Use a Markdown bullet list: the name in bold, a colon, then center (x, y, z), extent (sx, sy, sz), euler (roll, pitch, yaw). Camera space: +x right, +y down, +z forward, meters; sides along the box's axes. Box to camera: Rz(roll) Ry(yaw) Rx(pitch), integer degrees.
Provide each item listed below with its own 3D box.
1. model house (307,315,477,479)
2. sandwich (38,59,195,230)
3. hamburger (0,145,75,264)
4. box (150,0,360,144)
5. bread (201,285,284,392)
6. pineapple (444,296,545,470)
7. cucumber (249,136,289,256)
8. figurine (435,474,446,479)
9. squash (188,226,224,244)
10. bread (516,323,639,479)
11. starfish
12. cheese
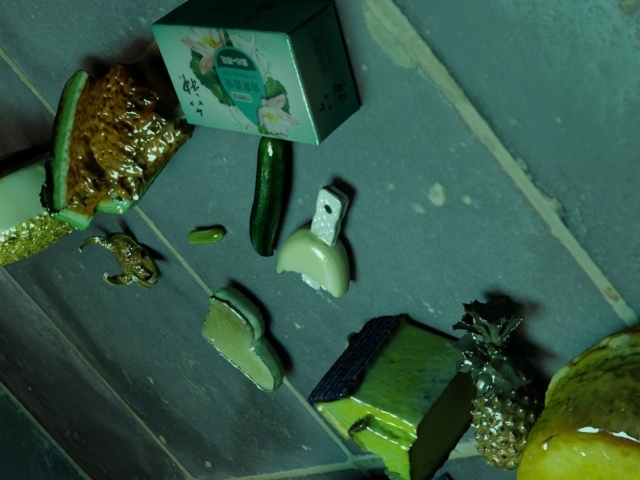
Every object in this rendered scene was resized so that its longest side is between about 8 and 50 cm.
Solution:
- **model house**: center (0.098, 0.232, 1.347), extent (0.211, 0.194, 0.170), euler (23, 143, 28)
- **sandwich**: center (-0.286, -0.159, 1.390), extent (0.162, 0.251, 0.301), euler (15, 158, -42)
- **hamburger**: center (-0.553, -0.058, 1.668), extent (0.294, 0.276, 0.179), euler (9, 127, 56)
- **box**: center (-0.084, -0.220, 1.152), extent (0.244, 0.092, 0.153), euler (13, 135, 38)
- **bread**: center (-0.147, 0.176, 1.665), extent (0.172, 0.064, 0.232), euler (4, 127, 45)
- **pineapple**: center (0.240, 0.189, 1.232), extent (0.125, 0.125, 0.251), euler (9, 127, 41)
- **cucumber**: center (-0.077, -0.059, 1.352), extent (0.056, 0.056, 0.284), euler (33, 145, 18)
- **figurine**: center (0.228, 0.501, 1.552), extent (0.178, 0.144, 0.114), euler (52, 132, 9)
- **squash**: center (-0.192, -0.008, 1.551), extent (0.083, 0.027, 0.027), euler (-4, 123, 48)
- **bread**: center (0.419, 0.279, 1.044), extent (0.398, 0.215, 0.398), euler (28, 138, 28)
- **starfish**: center (-0.373, 0.036, 1.747), extent (0.189, 0.074, 0.146), euler (6, 131, 44)
- **cheese**: center (-0.001, 0.000, 1.336), extent (0.127, 0.049, 0.235), euler (36, 144, 17)
